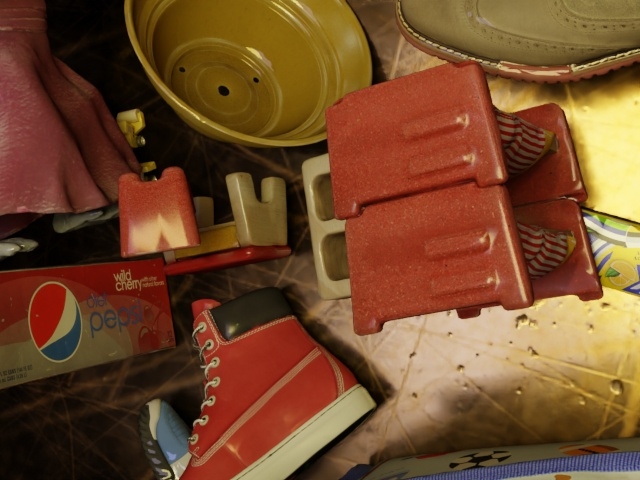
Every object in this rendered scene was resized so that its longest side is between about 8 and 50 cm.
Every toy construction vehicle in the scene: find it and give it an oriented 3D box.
[{"bbox_3d":[-0.204,-0.077,0.908,0.085,0.035,0.098,-4,90,22],"label":"toy construction vehicle"}]

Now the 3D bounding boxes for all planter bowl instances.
[{"bbox_3d":[-0.071,-0.150,0.800,0.217,0.217,0.090,56,144,11],"label":"planter bowl"}]

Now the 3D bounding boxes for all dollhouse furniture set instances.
[{"bbox_3d":[0.000,0.000,0.706,0.374,0.201,0.152,-12,83,31],"label":"dollhouse furniture set"}]

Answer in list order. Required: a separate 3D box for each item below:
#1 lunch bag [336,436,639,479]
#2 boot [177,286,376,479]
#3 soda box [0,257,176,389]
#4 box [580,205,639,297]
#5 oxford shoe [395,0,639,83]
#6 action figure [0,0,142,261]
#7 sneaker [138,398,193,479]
[{"bbox_3d":[0.125,0.257,0.600,0.327,0.385,0.239,-12,87,22],"label":"lunch bag"},{"bbox_3d":[-0.098,0.152,0.803,0.244,0.088,0.176,-36,74,-20],"label":"boot"},{"bbox_3d":[-0.231,0.069,0.800,0.083,0.263,0.092,-10,87,22],"label":"soda box"},{"bbox_3d":[0.260,0.018,0.714,0.168,0.059,0.054,18,99,20],"label":"box"},{"bbox_3d":[0.209,-0.188,0.623,0.348,0.130,0.123,2,70,22],"label":"oxford shoe"},{"bbox_3d":[-0.284,-0.175,0.782,0.275,0.248,0.370,-18,97,1],"label":"action figure"},{"bbox_3d":[-0.092,0.230,0.861,0.081,0.080,0.211,-37,78,-4],"label":"sneaker"}]
